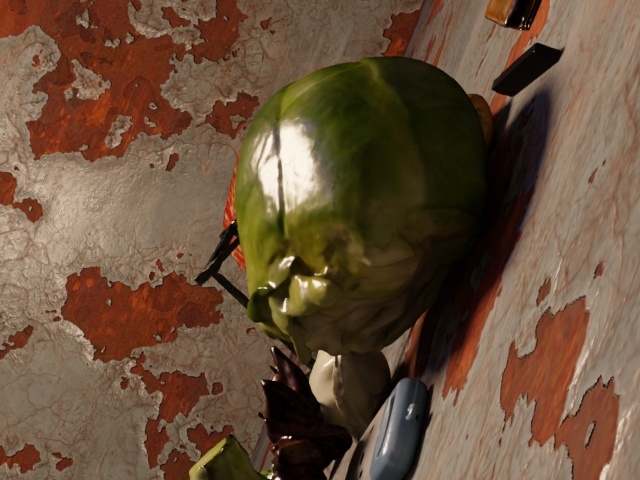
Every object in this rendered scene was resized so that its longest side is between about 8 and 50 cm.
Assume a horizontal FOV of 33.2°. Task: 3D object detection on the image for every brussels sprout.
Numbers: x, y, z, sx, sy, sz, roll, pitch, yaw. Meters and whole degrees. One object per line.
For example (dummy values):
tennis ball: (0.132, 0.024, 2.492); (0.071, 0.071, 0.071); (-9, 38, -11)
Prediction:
brussels sprout: (0.047, -0.042, 1.262); (0.371, 0.276, 0.314); (113, 146, -41)

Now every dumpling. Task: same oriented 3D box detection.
dumpling: (0.037, 0.199, 1.401); (0.136, 0.118, 0.199); (-96, -10, -61)

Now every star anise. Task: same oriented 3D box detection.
star anise: (-0.008, 0.254, 1.295); (0.272, 0.103, 0.272); (-11, -90, -83)

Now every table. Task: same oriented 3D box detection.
table: (0.000, 0.000, 1.590); (0.272, 0.222, 0.335); (-46, 6, 9)

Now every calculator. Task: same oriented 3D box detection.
calculator: (0.070, 0.239, 1.203); (0.210, 0.039, 0.121); (115, 174, -48)

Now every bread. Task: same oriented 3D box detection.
bread: (0.177, -0.130, 1.450); (0.092, 0.074, 0.239); (-54, 2, -8)

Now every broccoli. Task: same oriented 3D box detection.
broccoli: (-0.129, 0.393, 1.470); (0.248, 0.245, 0.288); (-26, 8, -11)

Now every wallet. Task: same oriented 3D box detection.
wallet: (0.293, -0.381, 1.469); (0.161, 0.042, 0.195); (-99, 32, -75)

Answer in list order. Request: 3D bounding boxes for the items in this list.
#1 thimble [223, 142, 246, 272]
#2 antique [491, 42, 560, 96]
thimble: (-0.017, -0.064, 2.063); (0.230, 0.350, 0.350); (115, 175, -45)
antique: (0.237, -0.198, 1.256); (0.192, 0.031, 0.015); (139, 152, -83)
